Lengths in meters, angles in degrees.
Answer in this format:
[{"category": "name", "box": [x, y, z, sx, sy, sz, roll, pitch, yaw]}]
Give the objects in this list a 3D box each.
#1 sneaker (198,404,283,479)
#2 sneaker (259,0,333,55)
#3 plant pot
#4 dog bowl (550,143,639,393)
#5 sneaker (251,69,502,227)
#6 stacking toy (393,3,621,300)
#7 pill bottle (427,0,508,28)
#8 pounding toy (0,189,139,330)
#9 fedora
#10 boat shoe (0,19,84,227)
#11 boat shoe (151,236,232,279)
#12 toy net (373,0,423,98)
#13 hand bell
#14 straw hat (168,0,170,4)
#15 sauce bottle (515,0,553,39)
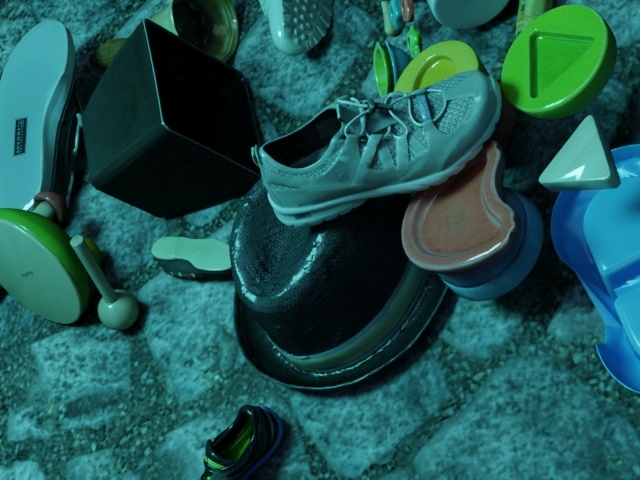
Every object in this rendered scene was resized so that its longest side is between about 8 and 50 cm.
[{"category": "sneaker", "box": [-0.117, 0.266, 1.711, 0.067, 0.078, 0.188, 28, 83, 40]}, {"category": "sneaker", "box": [-0.046, -0.335, 2.009, 0.095, 0.090, 0.235, -25, 49, 35]}, {"category": "plant pot", "box": [-0.202, -0.138, 1.937, 0.167, 0.188, 0.187, -36, 50, 28]}, {"category": "dog bowl", "box": [0.349, 0.039, 1.542, 0.166, 0.074, 0.297, -29, 53, 16]}, {"category": "sneaker", "box": [0.059, -0.108, 1.592, 0.281, 0.115, 0.105, -27, 47, 9]}, {"category": "stacking toy", "box": [0.225, -0.092, 1.629, 0.279, 0.130, 0.309, -22, 51, 33]}, {"category": "pill bottle", "box": [0.153, -0.376, 1.861, 0.131, 0.131, 0.229, -30, 52, 15]}, {"category": "pounding toy", "box": [-0.331, 0.012, 1.953, 0.237, 0.183, 0.110, 13, 49, 36]}, {"category": "fedora", "box": [0.000, 0.000, 1.736, 0.334, 0.152, 0.334, -15, 58, 25]}, {"category": "boat shoe", "box": [-0.379, -0.156, 2.099, 0.113, 0.105, 0.306, -11, 66, 23]}, {"category": "boat shoe", "box": [-0.153, 0.026, 1.895, 0.133, 0.042, 0.049, 7, 49, 35]}, {"category": "toy net", "box": [0.079, -0.295, 1.872, 0.045, 0.122, 0.232, -9, 62, -7]}, {"category": "hand bell", "box": [-0.243, -0.279, 2.095, 0.242, 0.126, 0.126, -11, 59, 41]}, {"category": "straw hat", "box": [-0.180, -0.398, 2.133, 0.144, 0.061, 0.144, -15, 57, 25]}, {"category": "sauce bottle", "box": [0.259, -0.288, 1.803, 0.042, 0.042, 0.128, -6, 60, 30]}]
